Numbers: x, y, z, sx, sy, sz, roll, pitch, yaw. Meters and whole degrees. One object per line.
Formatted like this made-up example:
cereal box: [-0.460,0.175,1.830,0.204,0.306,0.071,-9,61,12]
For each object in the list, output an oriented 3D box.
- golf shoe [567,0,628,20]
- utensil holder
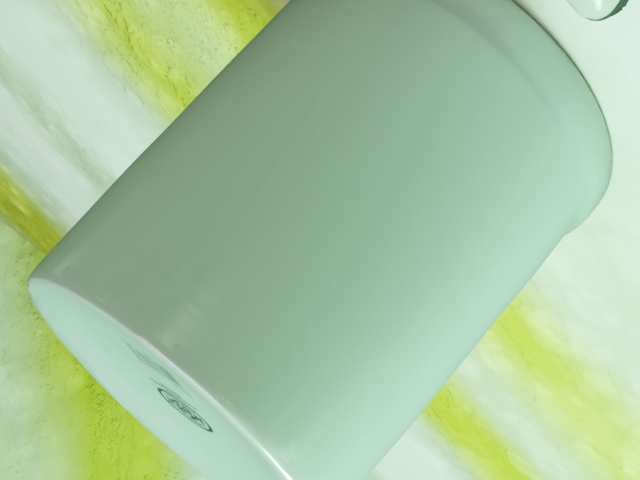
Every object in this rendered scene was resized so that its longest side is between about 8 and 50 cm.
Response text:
golf shoe: [0.140,-0.204,0.740,0.077,0.094,0.198,20,152,42]
utensil holder: [0.000,0.000,0.981,0.327,0.385,0.328,35,159,15]
